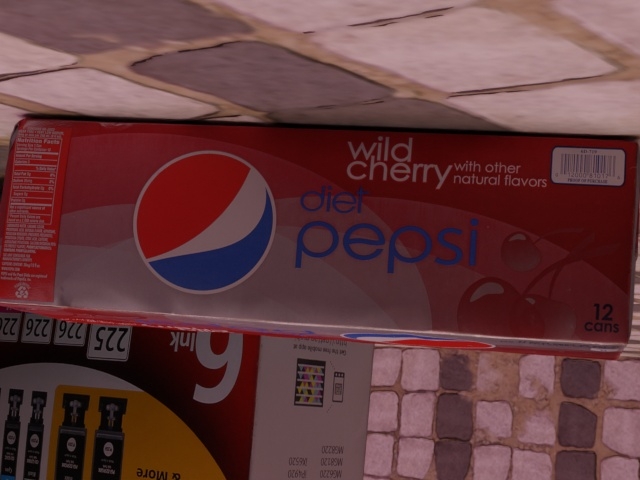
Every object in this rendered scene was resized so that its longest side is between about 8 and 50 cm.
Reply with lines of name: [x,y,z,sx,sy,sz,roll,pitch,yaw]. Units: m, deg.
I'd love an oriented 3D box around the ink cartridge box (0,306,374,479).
ink cartridge box: [-0.127,0.171,0.918,0.310,0.271,0.130,-2,171,37]

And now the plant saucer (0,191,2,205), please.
plant saucer: [-0.085,0.006,0.833,0.318,0.043,0.317,4,174,0]

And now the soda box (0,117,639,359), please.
soda box: [0.000,0.000,0.558,0.263,0.083,0.092,4,172,10]
